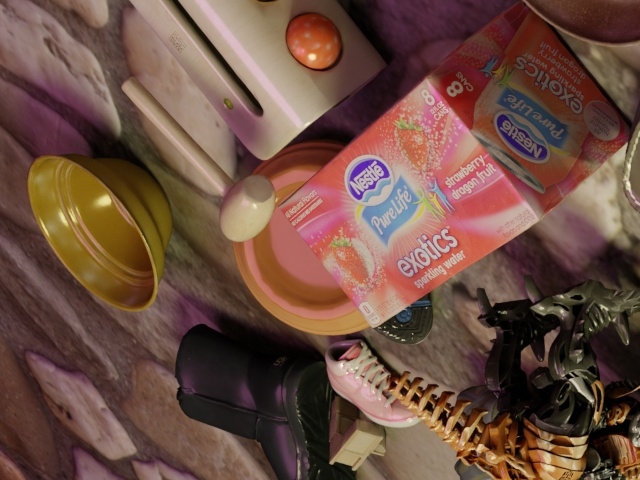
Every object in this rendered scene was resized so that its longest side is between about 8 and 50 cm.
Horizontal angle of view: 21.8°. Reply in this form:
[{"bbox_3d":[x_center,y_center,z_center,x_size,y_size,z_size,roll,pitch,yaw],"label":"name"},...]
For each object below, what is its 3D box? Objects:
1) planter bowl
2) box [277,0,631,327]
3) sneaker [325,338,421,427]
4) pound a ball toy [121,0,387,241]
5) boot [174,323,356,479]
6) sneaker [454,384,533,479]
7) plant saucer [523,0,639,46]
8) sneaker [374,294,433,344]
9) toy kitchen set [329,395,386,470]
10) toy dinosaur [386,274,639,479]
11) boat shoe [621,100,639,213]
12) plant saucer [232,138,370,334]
[{"bbox_3d":[-0.240,-0.029,1.957,0.217,0.090,0.217,31,142,28],"label":"planter bowl"},{"bbox_3d":[0.109,-0.060,1.454,0.154,0.142,0.300,52,147,-1],"label":"box"},{"bbox_3d":[0.055,0.153,1.815,0.134,0.051,0.070,26,145,40],"label":"sneaker"},{"bbox_3d":[-0.083,-0.187,1.502,0.319,0.208,0.136,52,148,0],"label":"pound a ball toy"},{"bbox_3d":[-0.070,0.225,1.995,0.207,0.094,0.246,13,125,39],"label":"boot"},{"bbox_3d":[0.205,0.265,1.716,0.121,0.111,0.300,33,139,43],"label":"sneaker"},{"bbox_3d":[0.207,-0.242,1.253,0.199,0.036,0.198,32,143,28],"label":"plant saucer"},{"bbox_3d":[0.033,0.031,1.718,0.211,0.080,0.081,41,172,12],"label":"sneaker"},{"bbox_3d":[0.056,0.207,1.863,0.068,0.083,0.075,17,137,-17],"label":"toy kitchen set"},{"bbox_3d":[0.209,0.151,1.459,0.164,0.218,0.322,-6,161,36],"label":"toy dinosaur"},{"bbox_3d":[0.293,-0.103,1.234,0.109,0.091,0.305,44,147,11],"label":"boat shoe"},{"bbox_3d":[0.000,0.000,1.648,0.200,0.037,0.200,4,102,21],"label":"plant saucer"}]
